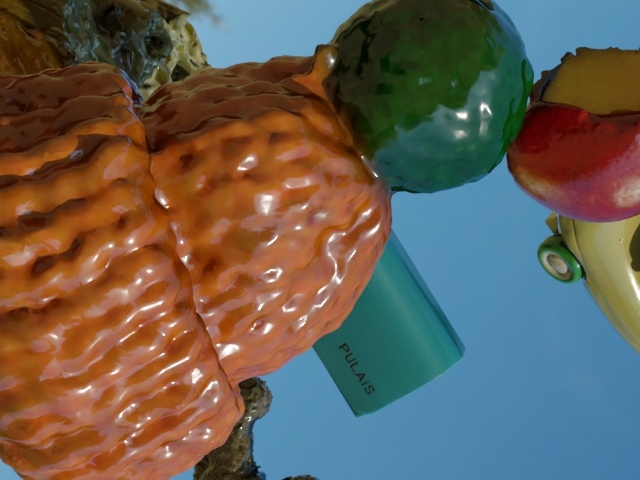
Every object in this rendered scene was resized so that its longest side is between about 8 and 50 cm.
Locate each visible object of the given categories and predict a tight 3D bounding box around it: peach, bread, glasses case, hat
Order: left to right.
[{"bbox_3d":[-0.220,-0.153,1.540,0.191,0.370,0.314,-40,147,-46],"label":"bread"},{"bbox_3d":[-0.058,-0.023,0.910,0.400,0.285,0.285,-25,-159,-10],"label":"hat"},{"bbox_3d":[-0.002,0.001,1.191,0.117,0.301,0.070,-32,-177,13],"label":"glasses case"},{"bbox_3d":[0.213,-0.072,0.988,0.151,0.151,0.118,-50,-118,6],"label":"peach"}]

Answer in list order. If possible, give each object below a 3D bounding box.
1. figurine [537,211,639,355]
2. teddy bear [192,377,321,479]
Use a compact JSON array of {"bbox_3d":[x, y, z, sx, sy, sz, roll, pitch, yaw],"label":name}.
[{"bbox_3d":[0.374,0.029,1.470,0.124,0.324,0.222,-44,-167,-28],"label":"figurine"},{"bbox_3d":[-0.078,0.283,1.465,0.129,0.251,0.182,-21,158,-29],"label":"teddy bear"}]
